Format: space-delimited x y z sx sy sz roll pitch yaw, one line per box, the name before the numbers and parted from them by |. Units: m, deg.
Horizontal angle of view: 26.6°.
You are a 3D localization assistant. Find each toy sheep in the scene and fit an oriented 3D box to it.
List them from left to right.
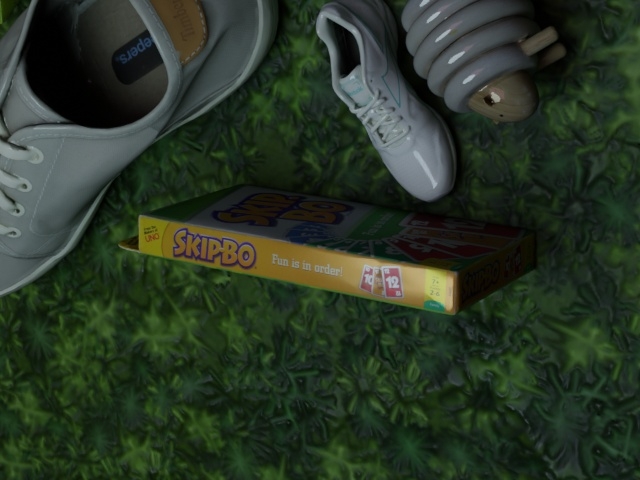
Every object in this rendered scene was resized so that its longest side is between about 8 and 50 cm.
toy sheep | 0.095 -0.130 0.841 0.091 0.091 0.132 -40 67 33

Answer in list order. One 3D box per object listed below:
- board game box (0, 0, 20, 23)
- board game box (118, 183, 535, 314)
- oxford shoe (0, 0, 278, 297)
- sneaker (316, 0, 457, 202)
board game box | -0.271 -0.250 0.995 0.092 0.043 0.181 20 143 6
board game box | 0.000 0.000 0.907 0.259 0.124 0.039 7 105 30
oxford shoe | -0.219 -0.080 1.022 0.449 0.130 0.169 -34 86 35
sneaker | 0.038 -0.091 0.898 0.054 0.061 0.152 -28 89 32
